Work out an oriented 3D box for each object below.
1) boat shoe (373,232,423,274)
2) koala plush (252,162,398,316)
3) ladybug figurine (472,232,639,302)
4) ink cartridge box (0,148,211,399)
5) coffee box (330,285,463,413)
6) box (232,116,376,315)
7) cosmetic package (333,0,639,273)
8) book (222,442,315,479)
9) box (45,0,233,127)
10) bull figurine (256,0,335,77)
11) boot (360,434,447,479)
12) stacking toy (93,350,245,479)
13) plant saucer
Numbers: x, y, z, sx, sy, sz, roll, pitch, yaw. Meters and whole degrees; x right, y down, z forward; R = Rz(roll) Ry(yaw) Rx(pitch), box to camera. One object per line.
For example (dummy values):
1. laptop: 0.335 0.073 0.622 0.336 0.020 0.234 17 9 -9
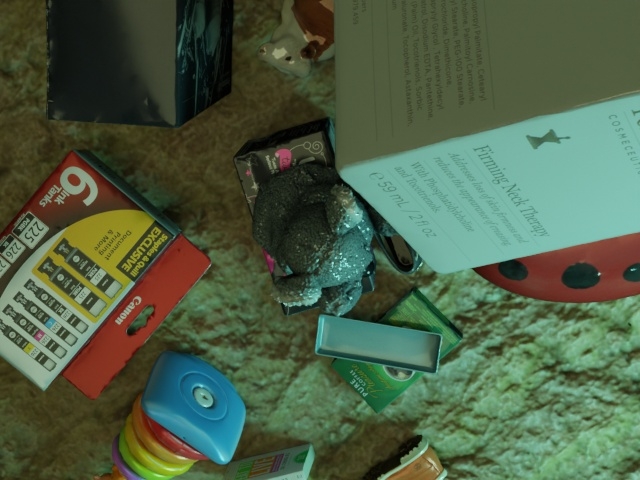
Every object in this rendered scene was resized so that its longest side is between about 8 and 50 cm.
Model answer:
1. boat shoe: 0.103 -0.043 1.730 0.075 0.065 0.206 -20 101 13
2. koala plush: 0.000 0.000 1.507 0.203 0.221 0.196 32 102 -6
3. ladybug figurine: 0.392 -0.047 1.637 0.450 0.162 0.305 -14 103 12
4. ink cartridge box: -0.363 0.062 1.758 0.272 0.130 0.309 40 92 -4
5. coffee box: 0.118 0.171 1.798 0.113 0.040 0.184 44 106 -3
6. box: -0.015 -0.041 1.697 0.142 0.163 0.247 -15 102 8
7. cosmetic package: 0.258 -0.197 1.433 0.394 0.329 0.327 -13 60 25
8. book: -0.085 0.375 1.853 0.144 0.096 0.035 -17 101 12
9. box: -0.233 -0.335 1.558 0.179 0.343 0.312 5 106 6
10. bull figurine: 0.031 -0.368 1.634 0.310 0.101 0.188 -28 93 9
11. boot: 0.127 0.390 1.848 0.158 0.059 0.084 -37 102 14
12. stacking toy: -0.272 0.336 1.856 0.175 0.165 0.302 37 119 -13
13. plant saucer: 0.089 0.158 1.769 0.192 0.018 0.067 9 104 8
